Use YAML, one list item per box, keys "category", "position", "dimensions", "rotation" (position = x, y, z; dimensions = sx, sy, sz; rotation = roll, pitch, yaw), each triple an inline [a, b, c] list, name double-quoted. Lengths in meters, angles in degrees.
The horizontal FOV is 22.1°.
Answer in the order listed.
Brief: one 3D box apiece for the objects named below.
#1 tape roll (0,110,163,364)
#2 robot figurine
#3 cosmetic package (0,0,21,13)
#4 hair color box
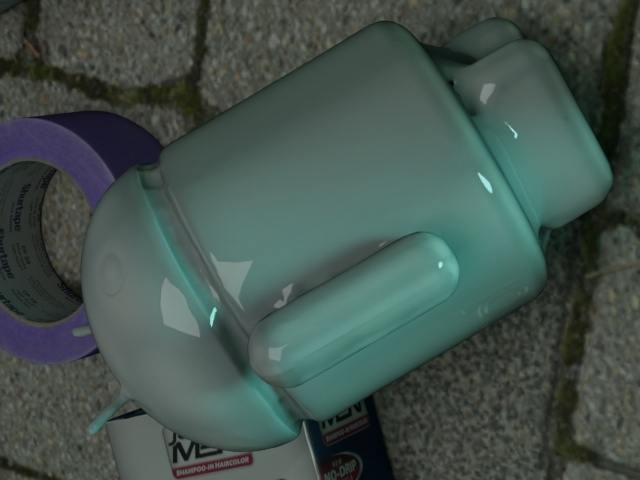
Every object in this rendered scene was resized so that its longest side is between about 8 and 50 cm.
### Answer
- category: "tape roll"
  position: [-0.194, -0.004, 1.260]
  dimensions: [0.189, 0.080, 0.189]
  rotation: [5, 100, 31]
- category: "robot figurine"
  position: [0.000, 0.000, 1.022]
  dimensions: [0.353, 0.300, 0.199]
  rotation: [-30, 106, 3]
- category: "cosmetic package"
  position: [-0.313, -0.249, 1.206]
  dimensions: [0.453, 0.230, 0.161]
  rotation: [-24, 85, 32]
- category: "hair color box"
  position: [-0.018, 0.271, 1.179]
  dimensions: [0.174, 0.105, 0.347]
  rotation: [-15, 90, 30]
